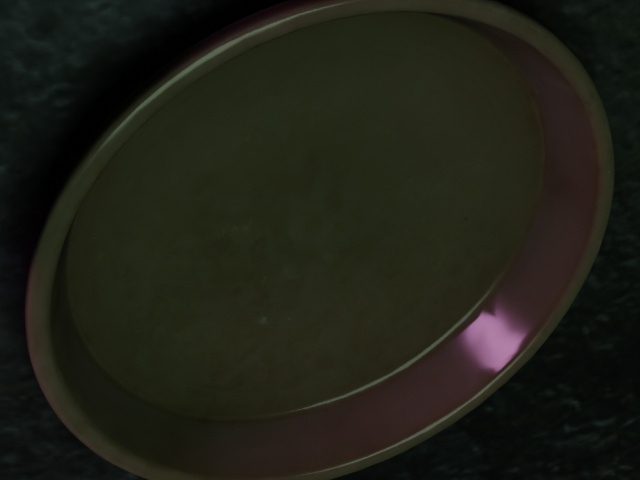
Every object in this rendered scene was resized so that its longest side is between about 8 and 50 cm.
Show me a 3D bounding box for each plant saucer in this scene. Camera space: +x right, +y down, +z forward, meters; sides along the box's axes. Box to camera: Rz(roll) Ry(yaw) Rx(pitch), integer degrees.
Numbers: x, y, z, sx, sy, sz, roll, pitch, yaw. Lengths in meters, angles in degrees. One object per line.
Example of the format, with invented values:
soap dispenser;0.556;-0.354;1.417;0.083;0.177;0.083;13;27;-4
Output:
plant saucer;0.000;0.000;0.890;0.278;0.041;0.278;-15;132;-17
